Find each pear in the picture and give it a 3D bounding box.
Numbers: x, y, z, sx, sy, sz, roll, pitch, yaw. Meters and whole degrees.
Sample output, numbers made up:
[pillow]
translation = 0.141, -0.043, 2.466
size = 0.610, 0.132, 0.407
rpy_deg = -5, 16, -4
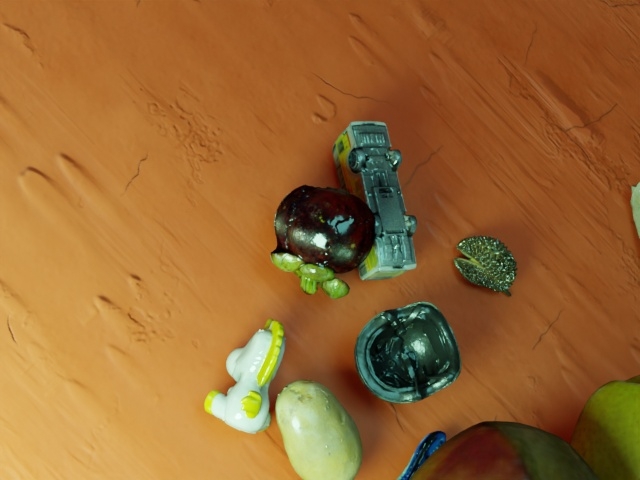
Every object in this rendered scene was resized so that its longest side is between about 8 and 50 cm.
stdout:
[pear]
translation = 0.583, 0.411, 1.764
size = 0.362, 0.362, 0.419
rpy_deg = -21, 87, -34

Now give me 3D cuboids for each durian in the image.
[durian]
translation = 0.311, 0.044, 1.953
size = 0.140, 0.071, 0.110
rpy_deg = 45, 55, -9

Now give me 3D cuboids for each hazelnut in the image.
[hazelnut]
translation = 0.279, 0.453, 1.596
size = 0.365, 0.366, 0.366
rpy_deg = 12, 63, -24

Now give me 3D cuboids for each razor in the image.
[razor]
translation = 0.104, 0.414, 1.680
size = 0.324, 0.056, 0.093
rpy_deg = -52, 137, -35

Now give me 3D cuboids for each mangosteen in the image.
[mangosteen]
translation = 0.000, 0.000, 1.759
size = 0.166, 0.166, 0.180
rpy_deg = 17, 86, -21

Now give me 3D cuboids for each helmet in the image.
[helmet]
translation = 0.133, 0.190, 1.771
size = 0.176, 0.107, 0.153
rpy_deg = -17, 79, -14

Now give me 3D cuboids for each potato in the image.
[potato]
translation = -0.005, 0.291, 1.640
size = 0.118, 0.109, 0.178
rpy_deg = -34, 102, -30

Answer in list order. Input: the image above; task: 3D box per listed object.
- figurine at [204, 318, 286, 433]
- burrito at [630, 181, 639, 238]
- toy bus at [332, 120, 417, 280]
[figurine]
translation = -0.096, 0.200, 1.623
size = 0.109, 0.129, 0.178
rpy_deg = 26, 59, -12
[burrito]
translation = 0.674, -0.017, 2.181
size = 0.087, 0.060, 0.226
rpy_deg = 3, 67, -32
[toy bus]
translation = 0.091, -0.067, 1.863
size = 0.092, 0.106, 0.268
rpy_deg = -3, 71, -29
